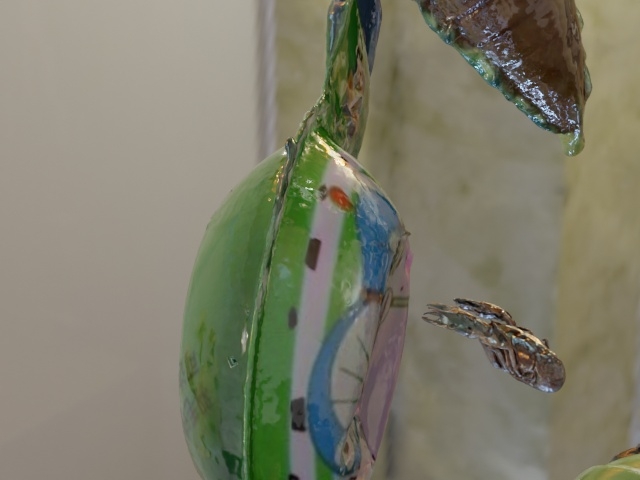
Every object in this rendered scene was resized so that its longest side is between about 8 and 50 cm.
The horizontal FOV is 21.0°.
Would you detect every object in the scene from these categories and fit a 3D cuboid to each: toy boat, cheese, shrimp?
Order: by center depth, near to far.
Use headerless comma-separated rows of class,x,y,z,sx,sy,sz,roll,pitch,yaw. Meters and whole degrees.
cheese,0.000,0.000,0.769,0.204,0.083,0.320,74,-155,-63
shrimp,0.106,0.057,1.013,0.038,0.092,0.029,-39,-23,-55
toy boat,0.082,-0.171,1.014,0.293,0.099,0.108,48,-113,-7

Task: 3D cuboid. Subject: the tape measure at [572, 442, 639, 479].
tape measure,0.196,0.197,0.934,0.200,0.175,0.106,-58,-13,-35
